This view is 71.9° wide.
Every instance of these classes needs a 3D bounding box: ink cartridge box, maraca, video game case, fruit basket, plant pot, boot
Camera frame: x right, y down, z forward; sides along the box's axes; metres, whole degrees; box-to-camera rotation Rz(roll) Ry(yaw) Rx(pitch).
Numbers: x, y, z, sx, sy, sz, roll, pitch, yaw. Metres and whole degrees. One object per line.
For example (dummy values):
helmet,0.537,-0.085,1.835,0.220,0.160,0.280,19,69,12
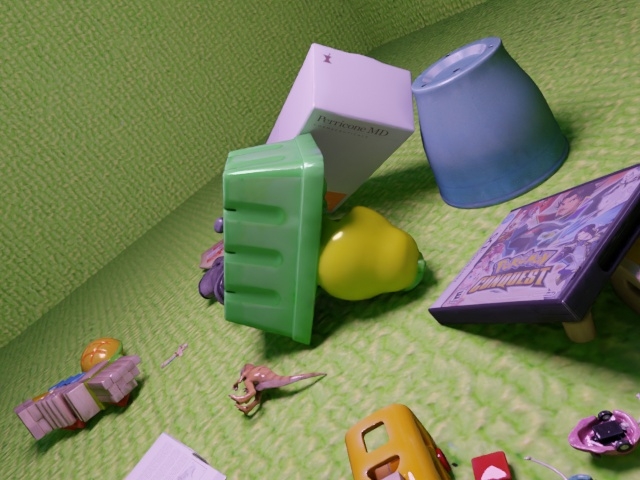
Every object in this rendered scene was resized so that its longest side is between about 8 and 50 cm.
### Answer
ink cartridge box,-0.265,0.445,0.647,0.238,0.060,0.275,-5,38,48
maraca,-0.620,0.339,1.256,0.127,0.099,0.185,-41,27,-19
video game case,0.295,0.014,0.602,0.248,0.035,0.275,-44,3,-18
fruit basket,0.000,0.000,0.847,0.391,0.392,0.283,-33,24,7
plant pot,0.319,-0.247,0.896,0.271,0.255,0.272,-29,26,15
boot,-0.245,0.110,1.188,0.222,0.118,0.338,-29,12,22

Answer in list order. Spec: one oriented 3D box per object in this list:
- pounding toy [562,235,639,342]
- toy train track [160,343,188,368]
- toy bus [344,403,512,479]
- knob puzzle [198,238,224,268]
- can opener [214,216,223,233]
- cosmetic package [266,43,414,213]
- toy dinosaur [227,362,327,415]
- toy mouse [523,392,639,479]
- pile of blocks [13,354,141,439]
pounding toy,0.371,0.039,0.504,0.205,0.094,0.181,-31,25,11
toy train track,-0.375,0.292,1.124,0.083,0.014,0.048,-42,24,-11
toy bus,0.088,0.269,0.445,0.202,0.104,0.191,-9,36,46
knob puzzle,-0.328,0.042,1.497,0.213,0.030,0.213,-29,24,14
can opener,-0.202,-0.035,1.303,0.283,0.075,0.095,-21,-39,-57
cosmetic package,0.012,-0.233,1.072,0.453,0.229,0.162,136,138,-62
toy dinosaur,-0.104,0.250,0.784,0.211,0.064,0.112,-7,36,47
toy mouse,0.265,0.214,0.402,0.143,0.031,0.161,-17,30,36
pile of blocks,-0.590,0.401,1.112,0.361,0.113,0.149,-22,13,13
